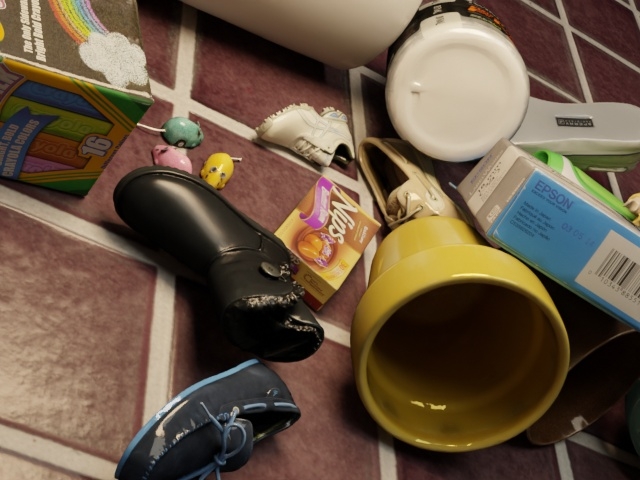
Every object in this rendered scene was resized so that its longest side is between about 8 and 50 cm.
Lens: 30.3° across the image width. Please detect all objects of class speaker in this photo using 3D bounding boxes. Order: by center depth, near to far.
[{"bbox_3d":[0.452,-0.025,1.960,0.296,0.131,0.131,34,36,-17],"label":"speaker"}]

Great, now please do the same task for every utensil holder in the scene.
[{"bbox_3d":[-0.062,-0.461,1.753,0.385,0.327,0.327,20,41,-31],"label":"utensil holder"}]

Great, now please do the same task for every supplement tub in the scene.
[{"bbox_3d":[0.202,-0.255,1.807,0.207,0.207,0.338,36,18,-9],"label":"supplement tub"}]

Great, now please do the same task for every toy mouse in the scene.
[{"bbox_3d":[-0.176,-0.120,1.530,0.143,0.031,0.161,38,35,-8],"label":"toy mouse"}]

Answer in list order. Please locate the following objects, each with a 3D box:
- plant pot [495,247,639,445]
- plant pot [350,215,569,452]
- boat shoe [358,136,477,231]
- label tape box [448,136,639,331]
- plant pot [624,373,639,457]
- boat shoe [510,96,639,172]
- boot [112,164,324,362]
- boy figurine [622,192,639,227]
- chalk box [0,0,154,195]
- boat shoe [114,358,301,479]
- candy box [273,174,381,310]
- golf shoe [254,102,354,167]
[{"bbox_3d":[0.297,0.121,1.617,0.215,0.215,0.230,0,40,-44],"label":"plant pot"},{"bbox_3d":[0.157,0.092,1.472,0.254,0.254,0.239,29,23,-19],"label":"plant pot"},{"bbox_3d":[0.134,-0.038,1.691,0.098,0.109,0.302,10,40,-32],"label":"boat shoe"},{"bbox_3d":[0.313,-0.025,1.546,0.241,0.106,0.333,32,11,-9],"label":"label tape box"},{"bbox_3d":[0.567,0.228,1.667,0.293,0.293,0.235,48,44,7],"label":"plant pot"},{"bbox_3d":[0.377,-0.162,2.040,0.367,0.156,0.136,1,51,-6],"label":"boat shoe"},{"bbox_3d":[-0.114,0.026,1.338,0.246,0.094,0.207,31,16,-26],"label":"boot"},{"bbox_3d":[0.560,-0.009,1.884,0.177,0.092,0.285,51,48,3],"label":"boy figurine"},{"bbox_3d":[-0.360,-0.194,1.305,0.289,0.179,0.180,14,45,-33],"label":"chalk box"},{"bbox_3d":[-0.100,0.192,1.210,0.089,0.109,0.258,40,36,15],"label":"boat shoe"},{"bbox_3d":[0.000,0.000,1.561,0.109,0.053,0.186,41,36,-2],"label":"candy box"},{"bbox_3d":[-0.013,-0.145,1.692,0.176,0.069,0.086,-5,63,-46],"label":"golf shoe"}]
